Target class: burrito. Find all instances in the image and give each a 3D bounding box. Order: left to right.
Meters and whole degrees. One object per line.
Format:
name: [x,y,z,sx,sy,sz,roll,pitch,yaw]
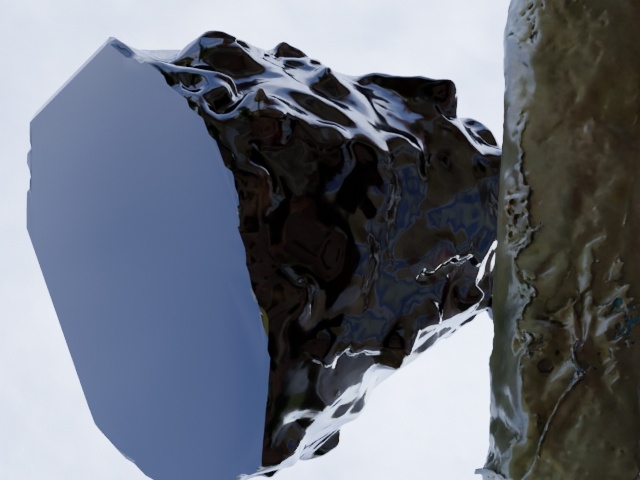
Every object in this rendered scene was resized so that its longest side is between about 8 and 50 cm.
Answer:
burrito: [0.071,0.001,0.511,0.051,0.042,0.171,-1,-100,29]

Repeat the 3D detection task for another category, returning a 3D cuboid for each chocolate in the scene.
chocolate: [0.000,0.000,0.603,0.133,0.156,0.156,-13,-78,-31]
